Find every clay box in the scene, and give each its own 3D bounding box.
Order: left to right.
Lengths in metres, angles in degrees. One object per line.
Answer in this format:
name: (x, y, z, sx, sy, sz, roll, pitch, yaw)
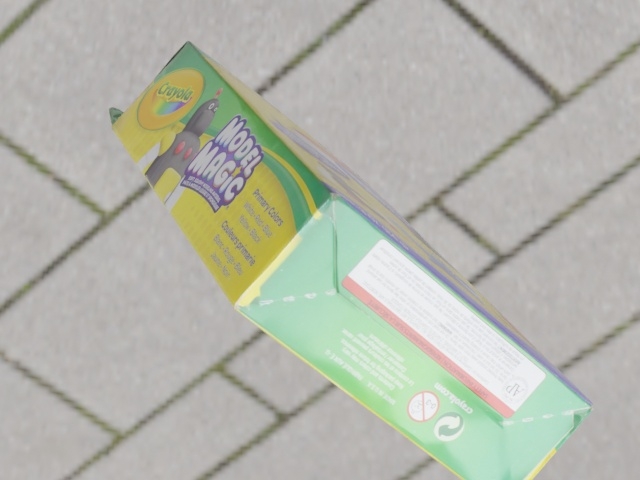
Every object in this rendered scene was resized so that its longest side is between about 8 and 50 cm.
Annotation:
clay box: (0.000, 0.000, 0.689, 0.127, 0.222, 0.053, 39, 96, -27)
